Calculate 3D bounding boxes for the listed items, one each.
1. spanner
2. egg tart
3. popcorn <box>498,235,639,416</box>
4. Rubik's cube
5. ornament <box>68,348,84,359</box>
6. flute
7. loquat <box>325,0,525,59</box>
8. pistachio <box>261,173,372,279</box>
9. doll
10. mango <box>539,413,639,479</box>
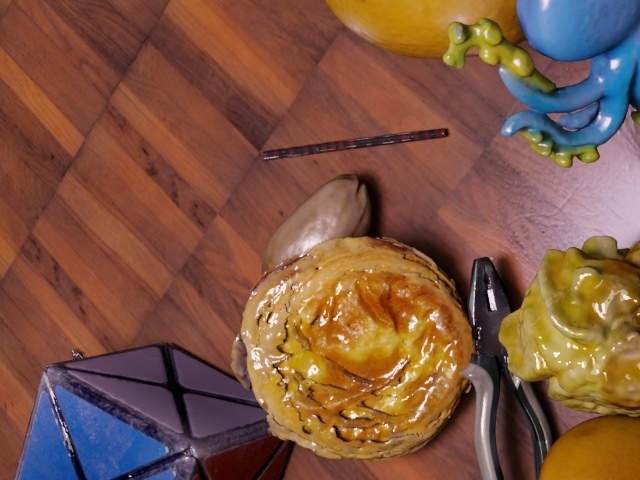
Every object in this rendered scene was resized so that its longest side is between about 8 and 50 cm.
[{"bbox_3d":[0.214,0.179,1.403,0.095,0.040,0.325,-10,89,-7],"label":"spanner"},{"bbox_3d":[0.038,0.124,1.462,0.297,0.132,0.297,-1,103,-6],"label":"egg tart"},{"bbox_3d":[0.308,0.086,1.258,0.234,0.217,0.181,5,77,0],"label":"popcorn"},{"bbox_3d":[-0.217,0.298,1.577,0.260,0.254,0.259,27,105,26],"label":"Rubik's cube"},{"bbox_3d":[-0.333,0.211,1.775,0.073,0.028,0.125,-32,78,30],"label":"ornament"},{"bbox_3d":[0.037,-0.120,1.537,0.269,0.014,0.014,-4,90,32],"label":"flute"},{"bbox_3d":[0.123,-0.352,1.277,0.328,0.359,0.329,-10,71,31],"label":"loquat"},{"bbox_3d":[0.000,0.000,1.519,0.108,0.126,0.185,32,111,-18],"label":"pistachio"},{"bbox_3d":[0.307,-0.230,1.195,0.346,0.341,0.099,-52,41,15],"label":"doll"},{"bbox_3d":[0.352,0.272,1.274,0.254,0.139,0.176,6,65,29],"label":"mango"}]
